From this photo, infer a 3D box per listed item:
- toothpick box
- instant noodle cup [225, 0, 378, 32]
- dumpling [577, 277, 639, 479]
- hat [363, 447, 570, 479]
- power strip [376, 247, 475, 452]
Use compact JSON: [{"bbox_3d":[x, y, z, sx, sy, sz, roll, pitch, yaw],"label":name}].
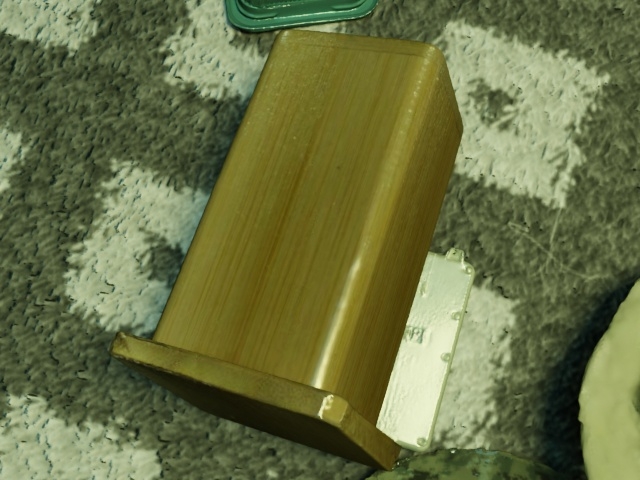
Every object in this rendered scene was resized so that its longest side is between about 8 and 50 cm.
[{"bbox_3d":[0.000,0.000,0.640,0.188,0.190,0.308,11,70,24],"label":"toothpick box"},{"bbox_3d":[-0.025,-0.306,0.776,0.157,0.070,0.179,-8,77,-2],"label":"instant noodle cup"},{"bbox_3d":[0.385,0.128,0.593,0.395,0.233,0.315,-7,62,-4],"label":"dumpling"},{"bbox_3d":[0.122,0.295,0.603,0.266,0.265,0.128,-1,113,1],"label":"hat"},{"bbox_3d":[0.080,0.095,0.704,0.081,0.035,0.192,16,78,5],"label":"power strip"}]
